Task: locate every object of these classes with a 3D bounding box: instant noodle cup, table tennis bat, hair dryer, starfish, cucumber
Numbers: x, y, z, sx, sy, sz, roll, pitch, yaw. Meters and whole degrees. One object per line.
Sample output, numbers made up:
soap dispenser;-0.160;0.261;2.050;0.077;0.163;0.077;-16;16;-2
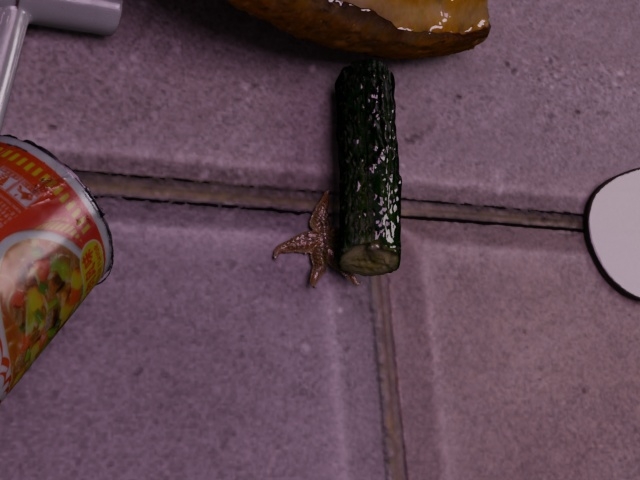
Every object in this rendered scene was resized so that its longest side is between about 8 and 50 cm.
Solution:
instant noodle cup;-0.247;0.040;0.818;0.193;0.193;0.212;47;51;-7
table tennis bat;0.354;-0.019;1.243;0.234;0.022;0.131;-21;83;-29
hair dryer;-0.231;-0.121;0.957;0.155;0.044;0.183;4;77;-26
starfish;0.000;0.000;1.050;0.092;0.016;0.086;-8;71;-27
cucumber;0.042;-0.065;1.059;0.058;0.058;0.187;11;63;-25

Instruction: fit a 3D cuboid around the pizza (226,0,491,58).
pizza;-0.018;-0.364;1.076;0.440;0.130;0.405;19;65;-42
